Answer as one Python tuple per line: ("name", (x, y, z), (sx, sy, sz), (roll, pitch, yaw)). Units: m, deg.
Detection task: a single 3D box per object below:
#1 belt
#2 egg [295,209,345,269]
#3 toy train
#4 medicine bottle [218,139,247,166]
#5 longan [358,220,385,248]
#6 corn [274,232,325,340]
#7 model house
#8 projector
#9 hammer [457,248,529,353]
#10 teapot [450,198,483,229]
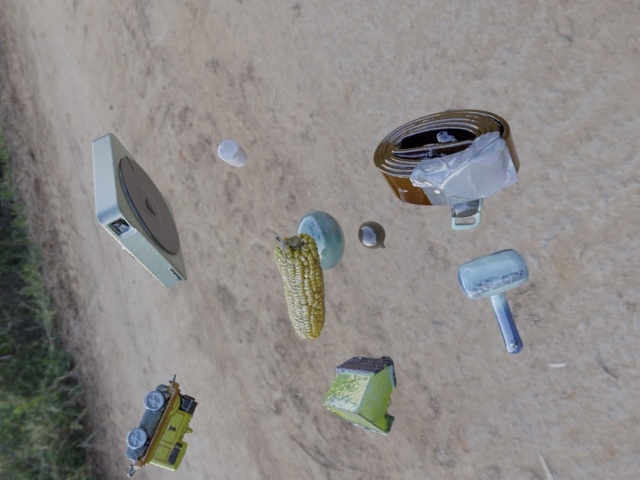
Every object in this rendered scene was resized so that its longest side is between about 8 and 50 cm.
("belt", (0.284, -0.190, 1.170), (0.338, 0.122, 0.217), (5, 56, 44))
("egg", (0.000, 0.000, 1.764), (0.169, 0.169, 0.236), (34, 155, 39))
("toy train", (-0.335, 0.401, 1.094), (0.089, 0.127, 0.219), (130, 162, -63))
("medicine bottle", (-0.209, -0.208, 1.230), (0.052, 0.089, 0.052), (-1, 86, 9))
("longan", (0.177, -0.013, 1.723), (0.113, 0.092, 0.113), (45, 167, 14))
("corn", (-0.039, 0.113, 1.187), (0.102, 0.102, 0.313), (36, 147, 38))
("model house", (0.139, 0.454, 1.570), (0.194, 0.170, 0.211), (-12, 46, 53))
("projector", (-0.386, -0.057, 1.074), (0.257, 0.079, 0.259), (64, -179, -50))
("hammer", (0.320, 0.115, 0.893), (0.116, 0.069, 0.194), (-20, 103, 9))
("teapot", (0.418, -0.098, 1.460), (0.090, 0.092, 0.124), (5, 143, 10))
